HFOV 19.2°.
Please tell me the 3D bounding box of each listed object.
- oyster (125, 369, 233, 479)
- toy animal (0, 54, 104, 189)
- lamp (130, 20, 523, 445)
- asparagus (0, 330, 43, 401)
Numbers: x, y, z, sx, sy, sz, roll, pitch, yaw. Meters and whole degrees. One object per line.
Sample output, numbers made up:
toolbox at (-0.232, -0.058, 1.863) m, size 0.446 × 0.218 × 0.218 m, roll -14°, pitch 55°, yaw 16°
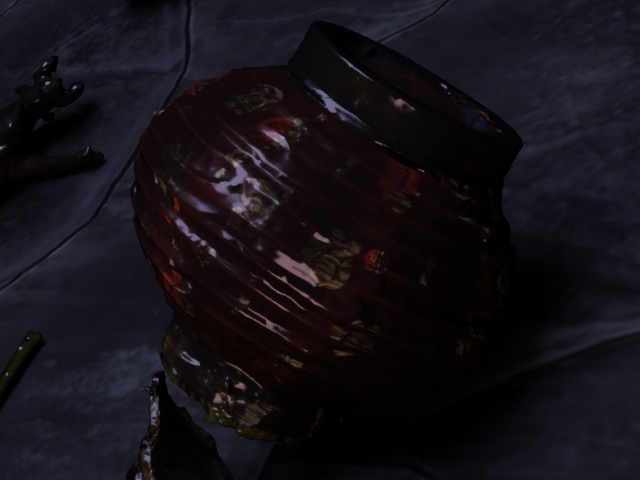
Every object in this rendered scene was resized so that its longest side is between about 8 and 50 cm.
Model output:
oyster at (-0.084, 0.158, 1.072) m, size 0.056 × 0.105 × 0.177 m, roll -14°, pitch 57°, yaw 8°
toy animal at (-0.276, -0.058, 1.574) m, size 0.233 × 0.084 × 0.148 m, roll -44°, pitch 21°, yaw -14°
lamp at (0.000, 0.000, 1.090) m, size 0.247 × 0.247 × 0.247 m, roll -24°, pitch 33°, yaw 16°
asparagus at (-0.228, 0.108, 1.348) m, size 0.015 × 0.014 × 0.114 m, roll -26°, pitch 29°, yaw 46°
